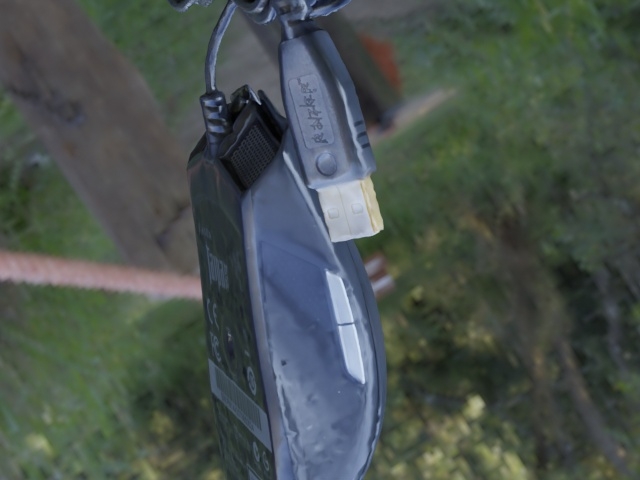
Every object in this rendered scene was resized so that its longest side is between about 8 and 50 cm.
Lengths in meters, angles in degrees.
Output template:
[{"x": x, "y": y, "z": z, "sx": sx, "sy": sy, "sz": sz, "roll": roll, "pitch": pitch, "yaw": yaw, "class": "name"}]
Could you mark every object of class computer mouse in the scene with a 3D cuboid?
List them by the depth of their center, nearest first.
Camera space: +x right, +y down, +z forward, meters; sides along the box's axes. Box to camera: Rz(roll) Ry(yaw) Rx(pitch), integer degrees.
[{"x": 0.000, "y": 0.000, "z": 0.603, "sx": 0.060, "sy": 0.262, "sz": 0.184, "roll": -11, "pitch": -171, "yaw": -18, "class": "computer mouse"}]
